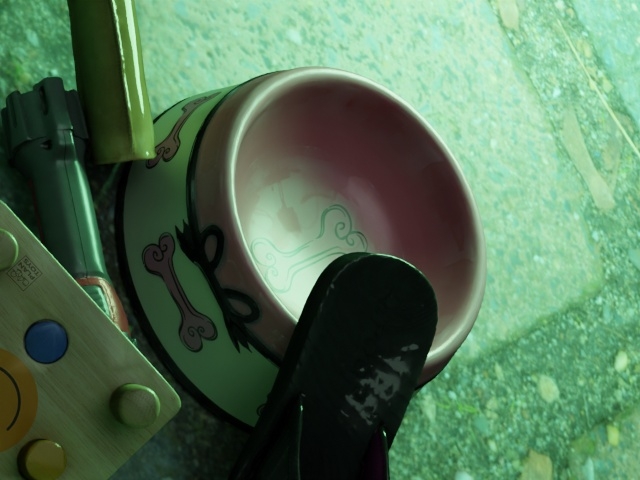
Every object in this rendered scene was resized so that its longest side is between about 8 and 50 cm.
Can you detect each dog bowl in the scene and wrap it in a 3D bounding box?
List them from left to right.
[{"bbox_3d":[0.000,0.000,2.005,0.408,0.150,0.408,17,60,-32],"label":"dog bowl"}]

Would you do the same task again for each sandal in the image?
[{"bbox_3d":[0.002,0.227,1.812,0.167,0.107,0.446,17,88,-26],"label":"sandal"}]

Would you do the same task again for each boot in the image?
[{"bbox_3d":[-0.225,-0.215,1.954,0.089,0.236,0.269,-9,96,-5],"label":"boot"}]

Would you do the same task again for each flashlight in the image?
[{"bbox_3d":[-0.245,0.006,1.847,0.103,0.103,0.304,43,30,-66],"label":"flashlight"}]

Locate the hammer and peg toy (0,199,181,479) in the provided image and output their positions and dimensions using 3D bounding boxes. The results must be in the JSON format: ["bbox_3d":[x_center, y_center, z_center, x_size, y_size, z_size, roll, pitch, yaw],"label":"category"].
[{"bbox_3d":[-0.320,0.091,1.654,0.266,0.127,0.361,-42,99,-13],"label":"hammer and peg toy"}]

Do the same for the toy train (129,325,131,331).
[{"bbox_3d":[-0.197,0.118,1.880,0.023,0.017,0.083,11,62,-24],"label":"toy train"}]
